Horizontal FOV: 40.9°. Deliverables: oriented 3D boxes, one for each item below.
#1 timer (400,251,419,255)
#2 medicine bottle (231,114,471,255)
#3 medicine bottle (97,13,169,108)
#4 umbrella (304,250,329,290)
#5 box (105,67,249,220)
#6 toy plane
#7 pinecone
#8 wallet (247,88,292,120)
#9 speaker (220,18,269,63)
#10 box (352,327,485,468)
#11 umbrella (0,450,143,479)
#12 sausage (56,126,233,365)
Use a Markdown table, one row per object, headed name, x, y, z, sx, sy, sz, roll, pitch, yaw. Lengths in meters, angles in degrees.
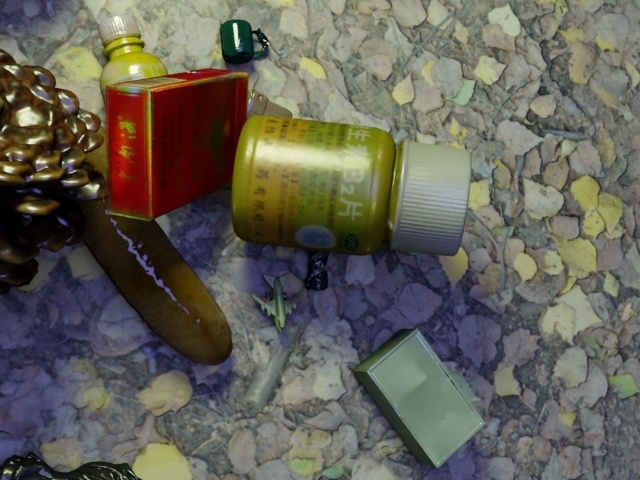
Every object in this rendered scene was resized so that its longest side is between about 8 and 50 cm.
| name | x | y | z | sx | sy | sz | roll | pitch | yaw |
| --- | --- | --- | --- | --- | --- | --- | --- | --- | --- |
| timer | 0.172 | -0.047 | 1.635 | 0.099 | 0.136 | 0.136 | 25 | 75 | -32 |
| medicine bottle | 0.052 | -0.086 | 1.472 | 0.384 | 0.224 | 0.224 | 7 | 80 | 2 |
| medicine bottle | -0.323 | -0.278 | 1.483 | 0.122 | 0.122 | 0.212 | -17 | 88 | -20 |
| umbrella | 0.000 | 0.000 | 1.598 | 0.046 | 0.050 | 0.188 | 12 | 78 | -40 |
| box | -0.224 | -0.166 | 1.389 | 0.089 | 0.313 | 0.197 | 9 | 108 | 21 |
| toy plane | -0.076 | 0.114 | 1.560 | 0.102 | 0.040 | 0.111 | -1 | 84 | -18 |
| pinecone | -0.512 | -0.093 | 1.233 | 0.398 | 0.398 | 0.398 | 3 | 82 | -19 |
| wallet | -0.132 | -0.220 | 1.586 | 0.153 | 0.039 | 0.118 | 25 | 80 | -17 |
| speaker | -0.144 | -0.367 | 1.600 | 0.094 | 0.060 | 0.075 | 3 | 80 | -54 |
| box | 0.182 | 0.292 | 1.603 | 0.129 | 0.086 | 0.225 | -37 | 96 | -19 |
| umbrella | -0.451 | 0.397 | 1.370 | 0.340 | 0.118 | 0.118 | 10 | 80 | -12 |
| sausage | -0.315 | 0.012 | 1.449 | 0.501 | 0.123 | 0.136 | 57 | 37 | -5 |
